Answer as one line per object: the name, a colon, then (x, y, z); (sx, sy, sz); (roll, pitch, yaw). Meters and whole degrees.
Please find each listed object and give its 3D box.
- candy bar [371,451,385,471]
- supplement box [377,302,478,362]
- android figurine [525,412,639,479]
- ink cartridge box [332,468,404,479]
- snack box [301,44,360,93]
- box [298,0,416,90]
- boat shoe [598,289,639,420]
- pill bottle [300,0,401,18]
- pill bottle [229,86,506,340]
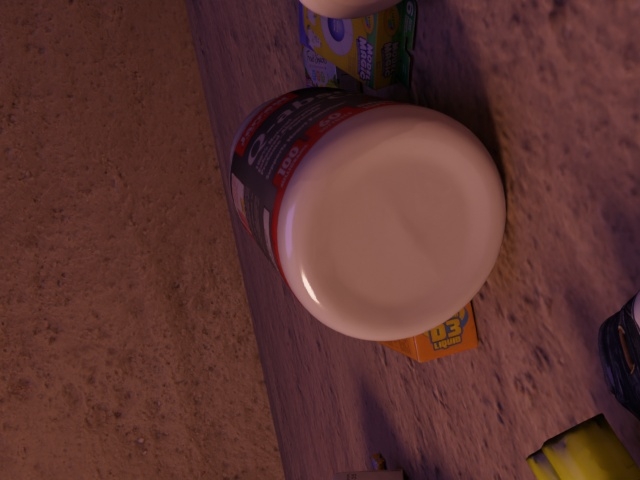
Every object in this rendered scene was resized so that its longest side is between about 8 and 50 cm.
candy bar: (0.114, 0.455, 1.163); (0.040, 0.018, 0.161); (-171, 69, -71)
supplement box: (0.097, 0.083, 0.790); (0.233, 0.078, 0.080); (177, 81, -76)
android figurine: (0.217, 0.232, 0.370); (0.272, 0.056, 0.248); (59, 177, 26)
ink cartridge box: (0.088, 0.531, 1.009); (0.207, 0.117, 0.282); (-79, -18, -70)
snack box: (0.012, -0.244, 0.909); (0.141, 0.037, 0.100); (-139, 39, -65)
box: (0.039, -0.244, 0.743); (0.179, 0.043, 0.105); (41, 145, 39)
boat shoe: (0.225, 0.112, 0.375); (0.083, 0.065, 0.183); (89, 166, -66)
pill bottle: (0.007, -0.353, 0.615); (0.146, 0.146, 0.264); (111, 143, -66)
pill bottle: (0.016, -0.055, 0.709); (0.363, 0.210, 0.210); (-138, 38, -66)
